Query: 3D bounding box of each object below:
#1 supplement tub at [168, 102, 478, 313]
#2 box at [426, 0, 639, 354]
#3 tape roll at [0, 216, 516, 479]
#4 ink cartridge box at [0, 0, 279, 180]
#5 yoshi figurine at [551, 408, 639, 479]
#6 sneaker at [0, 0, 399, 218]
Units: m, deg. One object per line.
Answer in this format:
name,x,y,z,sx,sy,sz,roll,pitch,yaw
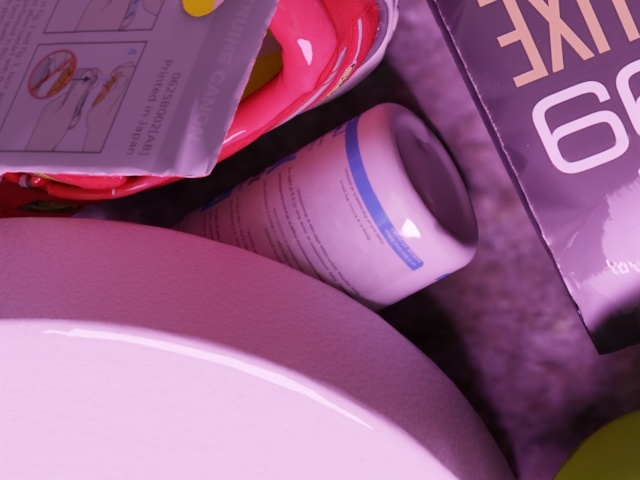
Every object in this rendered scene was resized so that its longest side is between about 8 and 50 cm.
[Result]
supplement tub,0.000,0.000,0.723,0.107,0.071,0.071,-28,101,22
box,0.186,-0.125,0.623,0.307,0.076,0.242,-21,104,20
tape roll,-0.101,0.169,0.749,0.392,0.072,0.392,-1,124,-1
ink cartridge box,-0.090,-0.088,0.626,0.232,0.189,0.066,6,153,29
yoshi figurine,0.216,0.084,0.600,0.362,0.203,0.203,-25,125,28
sneaker,-0.106,-0.051,0.704,0.279,0.118,0.107,-24,102,21
